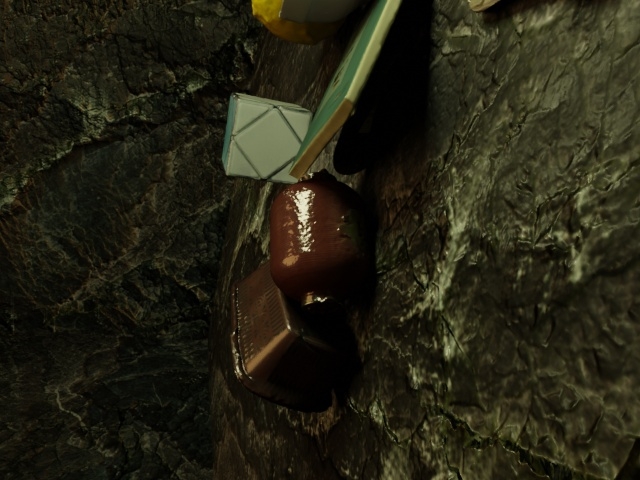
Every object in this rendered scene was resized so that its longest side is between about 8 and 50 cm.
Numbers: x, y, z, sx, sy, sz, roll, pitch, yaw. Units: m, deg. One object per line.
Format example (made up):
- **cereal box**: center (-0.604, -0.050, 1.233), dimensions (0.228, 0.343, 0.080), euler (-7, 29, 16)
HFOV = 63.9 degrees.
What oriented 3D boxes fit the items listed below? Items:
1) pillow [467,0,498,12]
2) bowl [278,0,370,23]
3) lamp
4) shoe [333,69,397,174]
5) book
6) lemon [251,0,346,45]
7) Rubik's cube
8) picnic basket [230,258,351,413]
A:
- **pillow**: center (0.218, -0.310, 0.510), dimensions (0.232, 0.038, 0.130), euler (-131, 53, -70)
- **bowl**: center (0.036, -0.491, 0.843), dimensions (0.287, 0.144, 0.286), euler (-165, 90, -79)
- **lamp**: center (0.000, 0.000, 0.887), dimensions (0.180, 0.180, 0.257), euler (127, 146, -58)
- **shoe**: center (0.076, -0.205, 0.891), dimensions (0.077, 0.074, 0.194), euler (-88, 16, -55)
- **book**: center (0.060, -0.298, 0.822), dimensions (0.379, 0.031, 0.264), euler (-68, 11, -21)
- **lemon**: center (-0.039, -0.545, 1.107), dimensions (0.288, 0.234, 0.233), euler (-95, 17, -65)
- **Rubik's cube**: center (-0.152, -0.279, 1.406), dimensions (0.205, 0.208, 0.205), euler (-126, 47, -65)
- **picnic basket**: center (-0.047, 0.159, 0.958), dimensions (0.129, 0.223, 0.296), euler (-50, 30, 22)
